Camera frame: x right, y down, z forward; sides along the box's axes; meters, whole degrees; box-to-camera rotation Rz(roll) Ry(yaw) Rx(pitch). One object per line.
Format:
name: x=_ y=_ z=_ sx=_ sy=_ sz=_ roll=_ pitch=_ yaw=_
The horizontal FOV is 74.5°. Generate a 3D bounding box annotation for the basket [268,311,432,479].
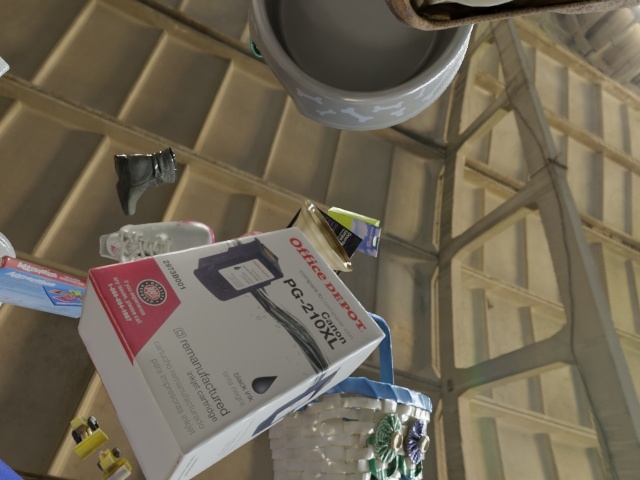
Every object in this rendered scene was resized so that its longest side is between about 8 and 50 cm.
basket: x=0.045 y=0.230 z=0.619 sx=0.255 sy=0.201 sz=0.289 roll=28 pitch=-134 yaw=-45

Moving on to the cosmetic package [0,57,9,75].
cosmetic package: x=-0.682 y=-0.200 z=0.563 sx=0.230 sy=0.162 sz=0.453 roll=60 pitch=-155 yaw=-44

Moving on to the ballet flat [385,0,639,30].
ballet flat: x=0.204 y=-0.220 z=0.320 sx=0.106 sy=0.316 sz=0.107 roll=-69 pitch=-34 yaw=-55

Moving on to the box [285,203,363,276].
box: x=0.000 y=0.000 z=0.962 sx=0.162 sy=0.029 sz=0.116 roll=35 pitch=-98 yaw=-2

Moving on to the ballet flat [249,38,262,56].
ballet flat: x=-0.108 y=-0.530 z=1.002 sx=0.083 sy=0.247 sz=0.087 roll=20 pitch=-117 yaw=-18

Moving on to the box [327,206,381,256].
box: x=0.104 y=-0.028 z=1.291 sx=0.178 sy=0.109 sz=0.042 roll=20 pitch=-146 yaw=23

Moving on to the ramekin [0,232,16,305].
ramekin: x=-0.819 y=0.083 z=0.904 sx=0.273 sy=0.272 sz=0.127 roll=-6 pitch=-139 yaw=-32

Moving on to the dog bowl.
dog bowl: x=0.060 y=-0.341 z=0.603 sx=0.349 sy=0.102 sz=0.348 roll=0 pitch=-85 yaw=0

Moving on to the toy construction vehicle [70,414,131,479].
toy construction vehicle: x=-0.225 y=0.208 z=0.460 sx=0.086 sy=0.035 sz=0.098 roll=-36 pitch=-133 yaw=-22

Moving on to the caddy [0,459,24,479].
caddy: x=-0.400 y=0.308 z=0.324 sx=0.179 sy=0.241 sz=0.341 roll=52 pitch=-155 yaw=-20

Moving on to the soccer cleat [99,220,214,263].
soccer cleat: x=-0.354 y=0.019 z=0.881 sx=0.143 sy=0.331 sz=0.116 roll=6 pitch=-97 yaw=-46

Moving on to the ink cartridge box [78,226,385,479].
ink cartridge box: x=-0.078 y=0.092 z=0.417 sx=0.237 sy=0.100 sz=0.172 roll=-15 pitch=-123 yaw=-45

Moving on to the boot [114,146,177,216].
boot: x=-0.485 y=-0.159 z=1.191 sx=0.161 sy=0.246 sz=0.083 roll=-14 pitch=-114 yaw=-30

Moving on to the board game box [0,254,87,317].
board game box: x=-0.584 y=0.108 z=0.896 sx=0.281 sy=0.145 sz=0.027 roll=45 pitch=-152 yaw=-61

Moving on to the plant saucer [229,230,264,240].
plant saucer: x=-0.241 y=0.125 z=1.150 sx=0.084 sy=0.332 sz=0.332 roll=20 pitch=-129 yaw=-27

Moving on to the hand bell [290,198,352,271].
hand bell: x=-0.087 y=0.054 z=0.636 sx=0.126 sy=0.242 sz=0.126 roll=56 pitch=-171 yaw=-13
